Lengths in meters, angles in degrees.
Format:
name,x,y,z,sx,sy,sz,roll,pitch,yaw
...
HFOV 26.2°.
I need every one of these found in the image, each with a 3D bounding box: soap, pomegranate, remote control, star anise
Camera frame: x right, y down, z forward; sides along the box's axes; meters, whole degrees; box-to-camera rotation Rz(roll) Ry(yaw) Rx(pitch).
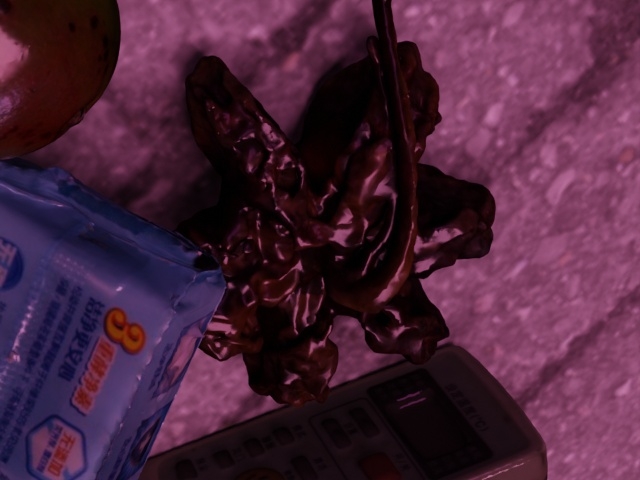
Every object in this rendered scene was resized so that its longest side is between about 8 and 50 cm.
name,x,y,z,sx,sy,sz,roll,pitch,yaw
soap,-0.164,0.094,0.696,0.156,0.077,0.293,30,105,11
pomegranate,-0.154,-0.095,0.615,0.130,0.130,0.130,-12,121,-20
remote control,-0.014,0.146,0.818,0.285,0.123,0.038,-16,124,-15
star anise,0.000,0.000,0.741,0.190,0.125,0.220,-27,126,5
